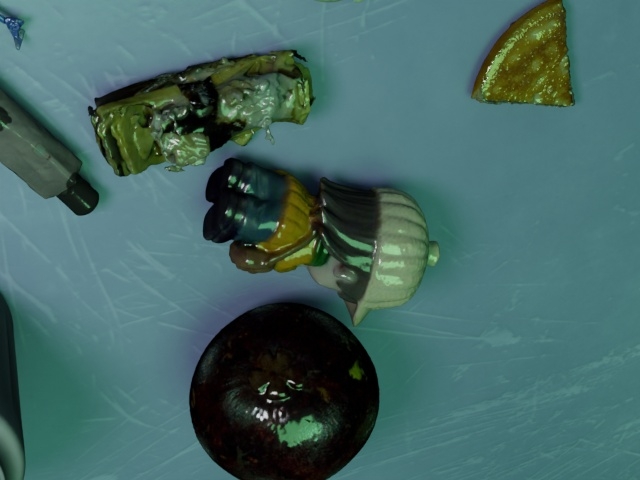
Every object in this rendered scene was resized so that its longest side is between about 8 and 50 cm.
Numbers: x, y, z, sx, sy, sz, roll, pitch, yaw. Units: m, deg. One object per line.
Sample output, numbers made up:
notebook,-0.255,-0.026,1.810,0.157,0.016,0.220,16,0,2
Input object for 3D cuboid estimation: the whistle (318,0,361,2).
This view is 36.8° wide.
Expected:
whistle,-0.015,-0.393,1.184,0.126,0.067,0.258,-40,122,3

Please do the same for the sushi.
sushi,-0.143,-0.152,1.236,0.290,0.131,0.139,-21,122,-19

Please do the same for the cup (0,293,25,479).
cup,-0.504,0.238,1.194,0.236,0.327,0.323,8,116,-25

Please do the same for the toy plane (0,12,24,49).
toy plane,-0.411,-0.283,1.107,0.167,0.054,0.062,32,128,-31

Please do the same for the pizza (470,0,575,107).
pizza,0.322,-0.259,1.409,0.176,0.036,0.185,22,107,-32

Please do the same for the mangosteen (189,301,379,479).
mangosteen,-0.051,0.233,1.414,0.287,0.288,0.288,-9,121,-16

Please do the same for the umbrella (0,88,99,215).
umbrella,-0.397,-0.146,1.174,0.073,0.067,0.337,-22,130,29

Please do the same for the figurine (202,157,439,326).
figurine,0.012,-0.014,1.341,0.204,0.185,0.332,-25,138,38
